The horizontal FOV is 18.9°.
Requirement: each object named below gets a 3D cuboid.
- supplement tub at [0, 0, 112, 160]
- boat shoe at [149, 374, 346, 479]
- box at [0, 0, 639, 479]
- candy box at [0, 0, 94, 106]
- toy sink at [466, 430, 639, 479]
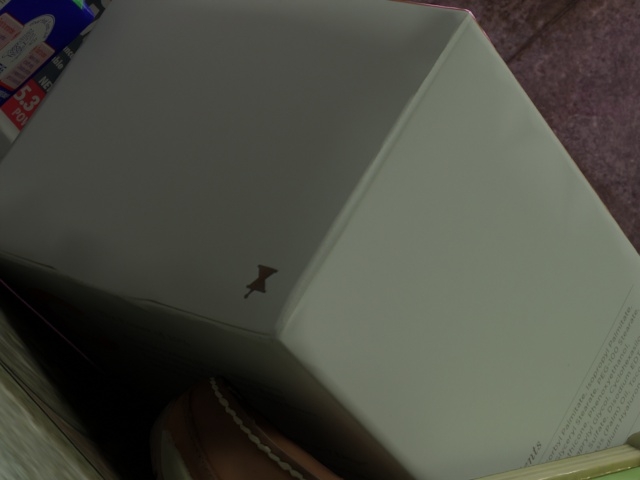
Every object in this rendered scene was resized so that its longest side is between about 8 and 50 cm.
[{"bbox_3d":[-0.108,-0.131,1.313,0.191,0.272,0.191,48,-1,1],"label":"supplement tub"},{"bbox_3d":[0.058,0.154,0.730,0.324,0.116,0.123,44,-3,31],"label":"boat shoe"},{"bbox_3d":[0.029,0.045,0.943,0.215,0.168,0.345,15,-24,42],"label":"box"},{"bbox_3d":[-0.274,-0.209,0.981,0.317,0.122,0.268,47,0,1],"label":"candy box"},{"bbox_3d":[0.169,0.167,0.851,0.153,0.131,0.234,16,13,41],"label":"toy sink"}]
